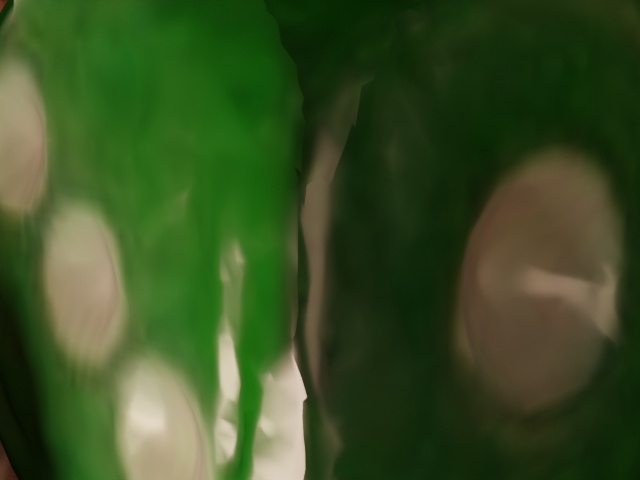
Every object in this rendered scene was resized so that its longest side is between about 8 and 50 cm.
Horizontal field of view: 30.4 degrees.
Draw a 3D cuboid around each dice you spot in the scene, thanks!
[{"bbox_3d":[0.000,0.000,0.594,0.287,0.300,0.297,-10,102,-39],"label":"dice"}]
